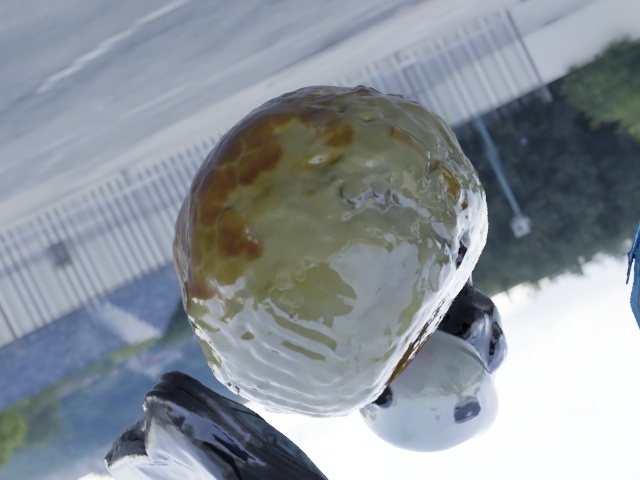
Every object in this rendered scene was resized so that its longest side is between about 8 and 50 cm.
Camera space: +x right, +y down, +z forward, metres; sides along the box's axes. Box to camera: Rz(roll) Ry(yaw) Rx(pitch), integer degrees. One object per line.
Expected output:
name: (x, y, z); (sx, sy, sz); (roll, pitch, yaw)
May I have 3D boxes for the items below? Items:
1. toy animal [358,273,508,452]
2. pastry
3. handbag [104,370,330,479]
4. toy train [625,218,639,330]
toy animal: (0.158, 0.191, 2.077); (0.213, 0.212, 0.266); (-24, -150, 38)
pastry: (0.000, 0.000, 1.608); (0.388, 0.313, 0.388); (-55, 167, -19)
handbag: (-0.079, 0.202, 1.192); (0.075, 0.192, 0.332); (-50, 180, -25)
toy train: (0.423, 0.010, 1.426); (0.188, 0.300, 0.265); (6, -148, -9)
